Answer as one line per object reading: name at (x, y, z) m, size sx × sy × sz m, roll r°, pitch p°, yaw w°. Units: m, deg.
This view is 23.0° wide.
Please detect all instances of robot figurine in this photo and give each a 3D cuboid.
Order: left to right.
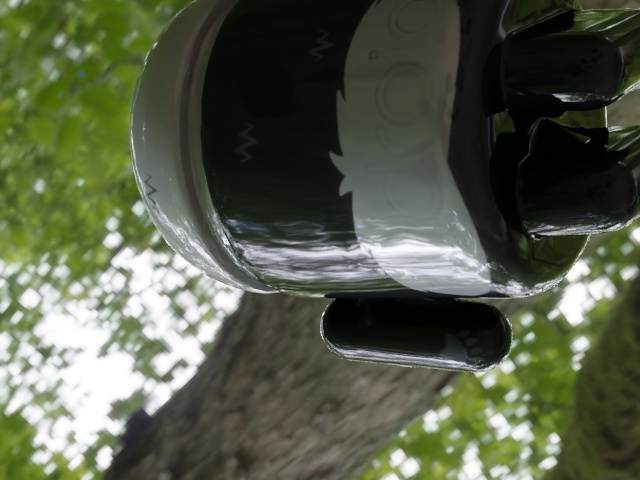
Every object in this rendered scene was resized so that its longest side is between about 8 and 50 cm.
robot figurine at (0.038, -0.056, 0.790) m, size 0.173 × 0.278 × 0.209 m, roll 37°, pitch -122°, yaw -51°
